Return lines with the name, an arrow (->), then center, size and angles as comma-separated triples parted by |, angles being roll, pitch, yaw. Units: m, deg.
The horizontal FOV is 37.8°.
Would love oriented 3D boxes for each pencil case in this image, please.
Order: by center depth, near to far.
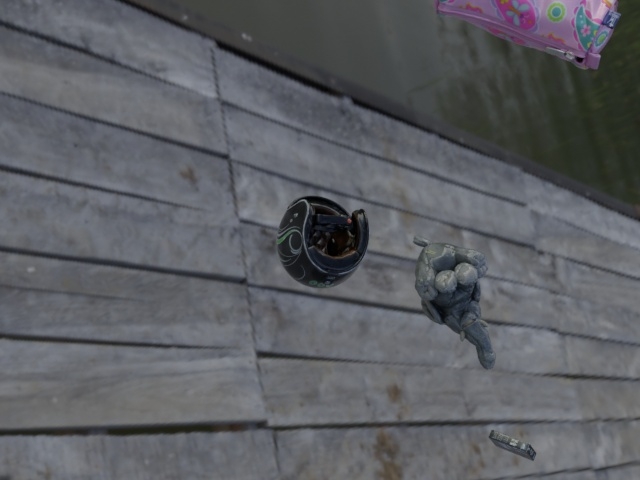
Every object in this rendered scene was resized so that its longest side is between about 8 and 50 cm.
pencil case -> 0.320, -0.363, 1.462 | 0.284, 0.124, 0.124 | 25, 34, 15

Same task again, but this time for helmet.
helmet -> 0.000, 0.000, 1.642 | 0.170, 0.161, 0.169 | 2, 84, -20

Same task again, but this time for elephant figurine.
elephant figurine -> 0.286, 0.132, 1.991 | 0.186, 0.169, 0.239 | -67, 145, -42

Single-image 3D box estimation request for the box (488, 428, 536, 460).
box -> 0.383, 0.408, 1.860 | 0.018, 0.083, 0.067 | -63, 147, -16
